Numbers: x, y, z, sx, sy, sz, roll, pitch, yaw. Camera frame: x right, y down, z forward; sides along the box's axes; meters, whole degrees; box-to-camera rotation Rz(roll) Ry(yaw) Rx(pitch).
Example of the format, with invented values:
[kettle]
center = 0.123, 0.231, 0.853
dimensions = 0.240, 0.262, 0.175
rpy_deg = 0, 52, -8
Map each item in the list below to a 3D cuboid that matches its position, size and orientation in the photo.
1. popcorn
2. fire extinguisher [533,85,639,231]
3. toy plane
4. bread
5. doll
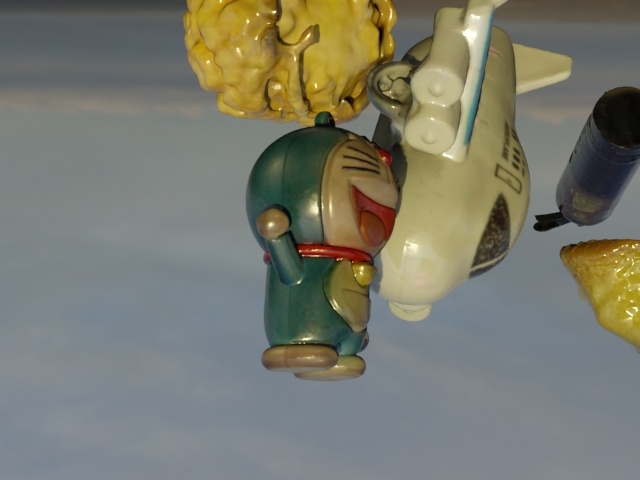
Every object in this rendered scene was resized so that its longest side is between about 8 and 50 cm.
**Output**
[popcorn]
center = -0.031, -0.236, 1.355
dimensions = 0.190, 0.250, 0.250
rpy_deg = -8, -179, 36
[fire extinguisher]
center = 0.296, -0.073, 1.372
dimensions = 0.089, 0.072, 0.267
rpy_deg = -14, 159, -7
[toy plane]
center = 0.091, -0.062, 0.862
dimensions = 0.123, 0.266, 0.267
rpy_deg = 14, -170, 12
[bread]
center = 0.248, 0.047, 0.662
dimensions = 0.233, 0.088, 0.161
rpy_deg = 11, 178, -44
[doll]
center = 0.000, 0.000, 0.695
dimensions = 0.086, 0.151, 0.114
rpy_deg = -5, 162, 27
